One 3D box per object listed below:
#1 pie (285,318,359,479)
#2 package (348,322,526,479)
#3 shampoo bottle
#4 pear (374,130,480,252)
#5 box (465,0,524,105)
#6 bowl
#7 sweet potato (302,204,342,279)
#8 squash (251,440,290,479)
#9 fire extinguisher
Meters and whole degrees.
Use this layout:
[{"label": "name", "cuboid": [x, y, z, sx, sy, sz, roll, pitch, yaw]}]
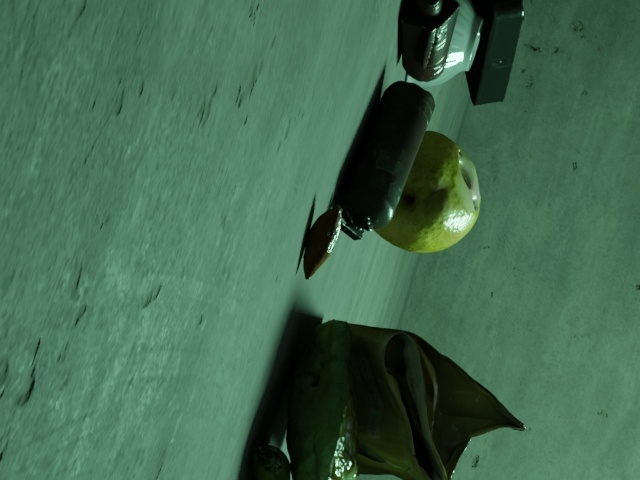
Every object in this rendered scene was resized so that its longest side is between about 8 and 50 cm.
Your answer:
[{"label": "pie", "cuboid": [0.002, 0.227, 1.829, 0.201, 0.090, 0.248, 94, -3, -47]}, {"label": "package", "cuboid": [0.091, 0.225, 1.921, 0.165, 0.221, 0.311, -54, -166, -10]}, {"label": "shampoo bottle", "cuboid": [0.140, -0.282, 1.922, 0.068, 0.067, 0.236, -62, 170, -15]}, {"label": "pear", "cuboid": [0.136, -0.065, 2.008, 0.178, 0.178, 0.178, 17, 90, -83]}, {"label": "box", "cuboid": [0.260, -0.371, 2.337, 0.350, 0.058, 0.211, 85, -4, -72]}, {"label": "bowl", "cuboid": [0.193, -0.304, 2.210, 0.189, 0.086, 0.189, 17, 90, -84]}, {"label": "sweet potato", "cuboid": [0.000, 0.000, 1.650, 0.095, 0.034, 0.034, -64, 176, 17]}, {"label": "squash", "cuboid": [-0.061, 0.285, 1.780, 0.183, 0.052, 0.052, 90, 18, -59]}, {"label": "fire extinguisher", "cuboid": [0.071, -0.096, 1.848, 0.089, 0.072, 0.268, 56, 41, -34]}]
